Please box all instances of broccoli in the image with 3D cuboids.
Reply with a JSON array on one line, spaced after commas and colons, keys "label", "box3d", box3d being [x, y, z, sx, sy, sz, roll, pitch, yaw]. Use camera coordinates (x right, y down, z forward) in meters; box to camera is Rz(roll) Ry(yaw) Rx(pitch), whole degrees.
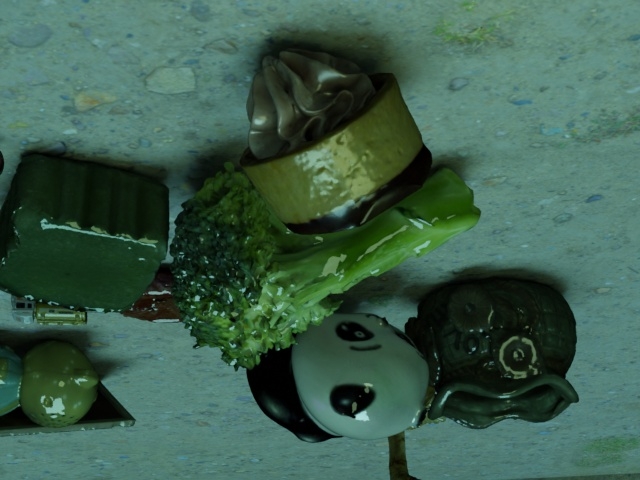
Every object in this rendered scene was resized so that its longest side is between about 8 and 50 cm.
[{"label": "broccoli", "box3d": [-0.018, 0.009, 1.410, 0.397, 0.275, 0.353, -20, -177, 33]}]

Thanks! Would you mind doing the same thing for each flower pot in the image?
[{"label": "flower pot", "box3d": [0.295, 0.193, 1.866, 0.301, 0.213, 0.302, -3, 157, -1]}]

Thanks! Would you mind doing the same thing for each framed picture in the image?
[{"label": "framed picture", "box3d": [-0.532, 0.327, 2.119, 0.289, 0.020, 0.211, 2, -166, -31]}]

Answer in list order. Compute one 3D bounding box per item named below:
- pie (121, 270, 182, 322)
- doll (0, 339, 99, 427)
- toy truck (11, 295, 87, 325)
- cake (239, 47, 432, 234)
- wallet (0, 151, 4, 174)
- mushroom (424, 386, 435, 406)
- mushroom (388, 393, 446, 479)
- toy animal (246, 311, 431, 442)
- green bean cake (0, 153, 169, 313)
[{"label": "pie", "box3d": [-0.258, 0.091, 1.773, 0.182, 0.050, 0.182, 1, 160, 0]}, {"label": "doll", "box3d": [-0.538, 0.259, 1.990, 0.260, 0.161, 0.177, 5, 154, -12]}, {"label": "toy truck", "box3d": [-0.442, 0.108, 1.772, 0.123, 0.063, 0.052, 2, 157, -11]}, {"label": "cake", "box3d": [0.004, -0.127, 1.167, 0.207, 0.185, 0.178, 1, 126, 41]}, {"label": "wallet", "box3d": [-0.537, -0.112, 1.257, 0.221, 0.071, 0.262, -14, 147, 26]}, {"label": "mushroom", "box3d": [0.156, 0.276, 2.120, 0.156, 0.151, 0.285, 9, 154, -29]}, {"label": "mushroom", "box3d": [0.136, 0.423, 2.319, 0.208, 0.302, 0.233, 33, 137, 0]}, {"label": "toy animal", "box3d": [0.038, 0.228, 1.810, 0.251, 0.251, 0.310, 13, 177, -32]}, {"label": "green bean cake", "box3d": [-0.321, 0.000, 1.428, 0.222, 0.125, 0.227, 10, 142, -23]}]
